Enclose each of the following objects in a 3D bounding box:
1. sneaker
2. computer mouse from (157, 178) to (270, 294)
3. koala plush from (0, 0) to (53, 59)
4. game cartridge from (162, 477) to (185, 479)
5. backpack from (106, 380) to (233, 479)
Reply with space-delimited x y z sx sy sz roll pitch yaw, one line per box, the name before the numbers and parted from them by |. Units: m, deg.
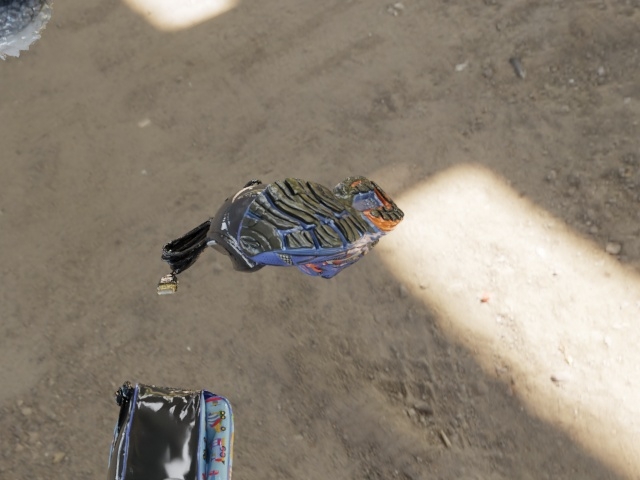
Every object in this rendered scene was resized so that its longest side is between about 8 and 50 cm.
sneaker | 0.000 0.000 0.696 0.083 0.221 0.087 45 115 21
computer mouse | -0.120 -0.004 0.873 0.184 0.060 0.262 -41 19 -3
koala plush | -0.190 -0.240 0.560 0.221 0.196 0.203 -14 38 1
game cartridge | -0.134 0.265 0.401 0.297 0.062 0.198 -45 18 -25
backpack | -0.151 0.245 0.753 0.116 0.173 0.158 6 39 -10
